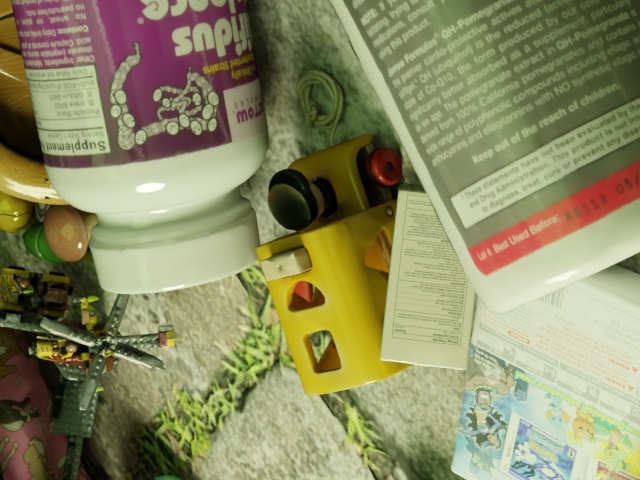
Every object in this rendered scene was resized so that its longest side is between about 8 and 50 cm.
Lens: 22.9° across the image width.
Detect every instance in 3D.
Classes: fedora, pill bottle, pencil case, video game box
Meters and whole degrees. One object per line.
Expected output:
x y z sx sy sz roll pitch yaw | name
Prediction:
-0.218 -0.122 1.257 0.079 0.194 0.194 -161 57 -72 | fedora
0.107 -0.133 0.919 0.176 0.176 0.319 -30 85 45 | pill bottle
-0.129 -0.121 1.151 0.169 0.169 0.302 2 108 43 | pill bottle
-0.292 0.245 1.461 0.160 0.167 0.386 162 87 -86 | pencil case
0.187 0.110 1.029 0.205 0.048 0.187 26 120 35 | video game box

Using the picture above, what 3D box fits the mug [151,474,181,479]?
-0.128 0.297 1.357 0.129 0.158 0.097 32 137 4 | mug

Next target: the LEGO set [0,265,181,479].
-0.276 0.174 1.288 0.192 0.254 0.331 152 134 -80 | LEGO set

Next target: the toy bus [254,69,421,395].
0.008 0.010 1.119 0.202 0.104 0.191 35 127 28 | toy bus

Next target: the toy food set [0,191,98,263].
-0.221 -0.034 1.342 0.217 0.071 0.128 6 110 42 | toy food set

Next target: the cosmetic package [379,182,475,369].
0.074 0.023 1.038 0.060 0.041 0.115 8 98 3 | cosmetic package
